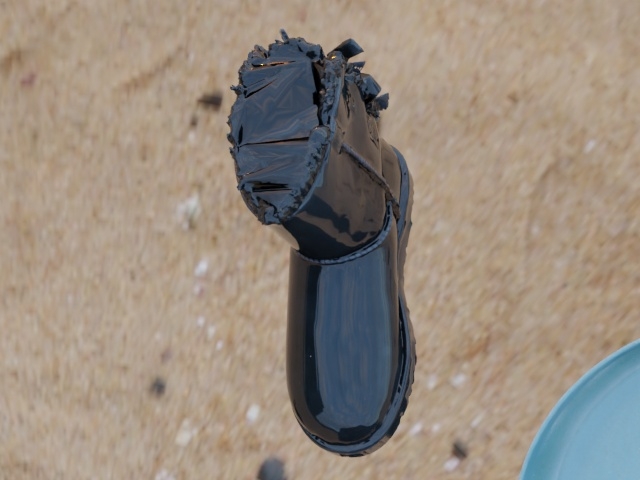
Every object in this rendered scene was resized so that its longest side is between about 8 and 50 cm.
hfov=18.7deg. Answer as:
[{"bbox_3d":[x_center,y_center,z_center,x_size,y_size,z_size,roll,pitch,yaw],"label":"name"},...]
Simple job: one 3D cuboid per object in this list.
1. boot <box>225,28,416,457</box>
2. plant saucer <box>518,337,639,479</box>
[{"bbox_3d":[0.000,0.000,0.628,0.045,0.099,0.121,0,69,18],"label":"boot"},{"bbox_3d":[0.291,0.195,1.323,0.318,0.043,0.317,2,105,9],"label":"plant saucer"}]
